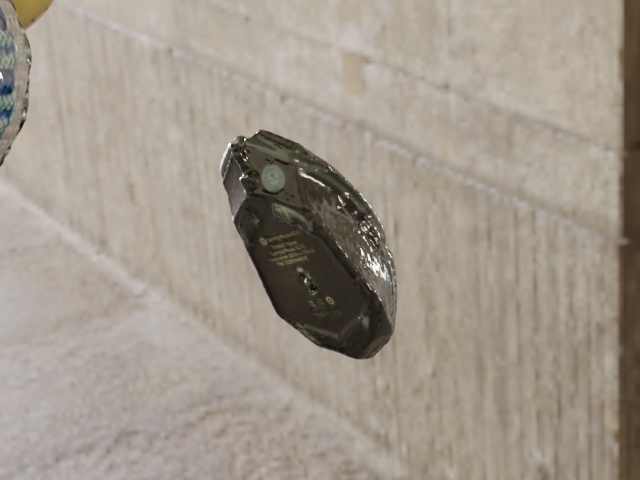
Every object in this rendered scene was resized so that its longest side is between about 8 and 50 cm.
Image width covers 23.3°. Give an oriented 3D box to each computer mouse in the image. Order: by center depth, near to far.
[{"bbox_3d":[0.000,0.000,1.113,0.106,0.192,0.062,-9,25,47],"label":"computer mouse"}]

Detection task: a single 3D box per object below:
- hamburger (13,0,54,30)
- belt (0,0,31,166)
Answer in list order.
[{"bbox_3d":[-0.252,-0.199,1.080,0.175,0.137,0.175,-26,22,11],"label":"hamburger"},{"bbox_3d":[-0.328,-0.096,0.885,0.295,0.206,0.160,0,6,10],"label":"belt"}]
